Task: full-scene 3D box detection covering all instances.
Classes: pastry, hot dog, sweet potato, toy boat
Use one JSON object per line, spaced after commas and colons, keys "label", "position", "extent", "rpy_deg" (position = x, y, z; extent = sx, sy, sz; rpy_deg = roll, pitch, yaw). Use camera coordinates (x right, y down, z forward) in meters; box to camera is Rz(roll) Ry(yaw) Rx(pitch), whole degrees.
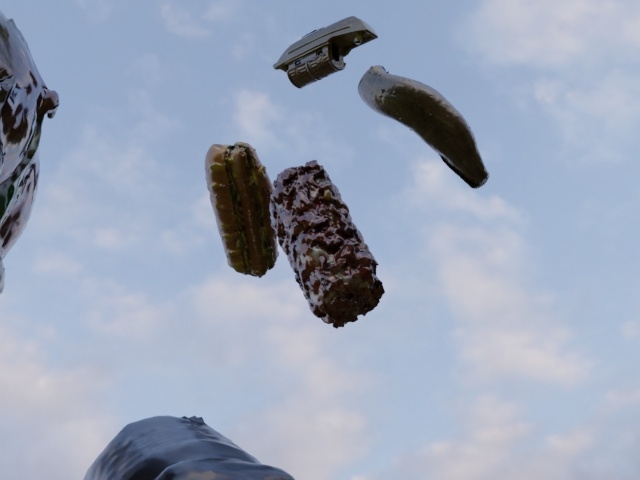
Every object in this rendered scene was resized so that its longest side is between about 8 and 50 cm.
{"label": "pastry", "position": [0.000, -0.001, 0.978], "extent": [0.097, 0.208, 0.115], "rpy_deg": [-16, -26, -19]}
{"label": "hot dog", "position": [-0.132, -0.050, 1.444], "extent": [0.115, 0.072, 0.269], "rpy_deg": [-17, -61, -7]}
{"label": "sweet potato", "position": [0.191, -0.205, 1.418], "extent": [0.285, 0.085, 0.112], "rpy_deg": [39, -27, 0]}
{"label": "toy boat", "position": [0.009, -0.345, 1.511], "extent": [0.226, 0.088, 0.068], "rpy_deg": [-14, -23, 39]}

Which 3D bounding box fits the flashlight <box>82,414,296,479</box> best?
{"label": "flashlight", "position": [-0.004, 0.146, 0.285], "extent": [0.103, 0.103, 0.424], "rpy_deg": [10, -4, -25]}

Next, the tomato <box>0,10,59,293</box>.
{"label": "tomato", "position": [-0.316, -0.038, 0.498], "extent": [0.239, 0.303, 0.303], "rpy_deg": [22, -50, -6]}
